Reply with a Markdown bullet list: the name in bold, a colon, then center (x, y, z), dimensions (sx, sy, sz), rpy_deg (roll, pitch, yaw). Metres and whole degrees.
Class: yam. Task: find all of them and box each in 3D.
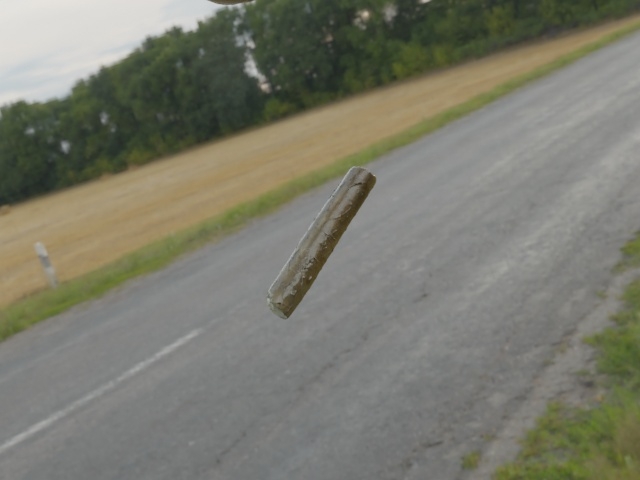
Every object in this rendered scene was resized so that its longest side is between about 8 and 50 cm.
- **yam**: center (0.000, 0.000, 0.792), dimensions (0.145, 0.032, 0.032), rpy_deg (-56, 21, -16)

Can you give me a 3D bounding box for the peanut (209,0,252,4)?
- **peanut**: center (0.003, -0.277, 0.584), dimensions (0.147, 0.147, 0.319), rpy_deg (-4, 52, 60)
